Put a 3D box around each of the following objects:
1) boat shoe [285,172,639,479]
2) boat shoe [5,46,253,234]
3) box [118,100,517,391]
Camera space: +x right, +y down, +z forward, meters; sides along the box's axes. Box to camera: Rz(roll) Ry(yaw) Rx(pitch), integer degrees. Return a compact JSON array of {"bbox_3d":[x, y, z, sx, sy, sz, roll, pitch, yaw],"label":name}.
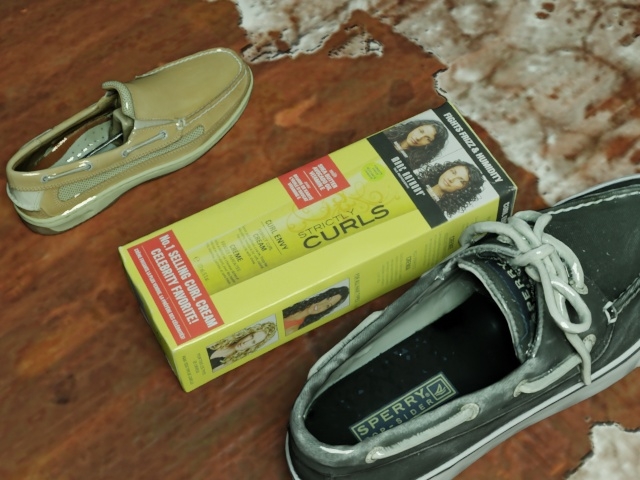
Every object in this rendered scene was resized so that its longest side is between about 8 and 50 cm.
[{"bbox_3d":[0.108,0.038,0.636,0.306,0.105,0.113,-28,60,-15],"label":"boat shoe"},{"bbox_3d":[-0.122,-0.078,0.742,0.190,0.072,0.068,-40,64,-21],"label":"boat shoe"},{"bbox_3d":[0.000,0.000,0.694,0.232,0.058,0.087,-24,60,-12],"label":"box"}]
